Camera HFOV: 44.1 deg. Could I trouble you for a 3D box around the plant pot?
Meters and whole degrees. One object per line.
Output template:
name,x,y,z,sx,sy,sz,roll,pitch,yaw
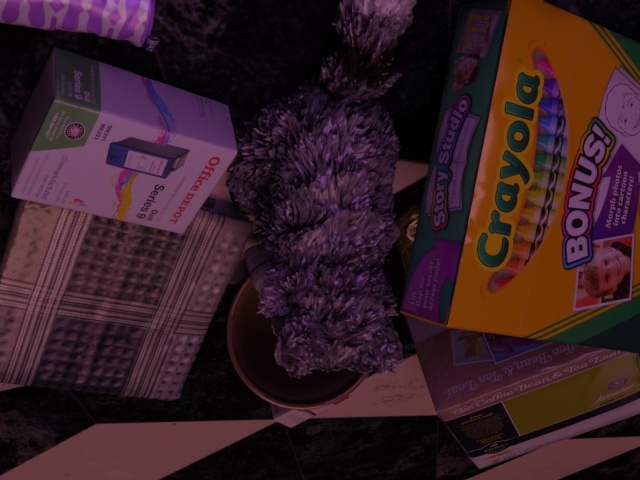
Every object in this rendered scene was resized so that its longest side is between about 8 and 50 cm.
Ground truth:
plant pot,-0.033,0.132,1.214,0.237,0.237,0.110,-3,-179,-15

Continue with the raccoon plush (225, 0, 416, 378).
raccoon plush,0.013,-0.046,0.887,0.216,0.299,0.446,-7,142,-10

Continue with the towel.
towel,-0.277,0.066,1.063,0.312,0.056,0.324,14,112,-32

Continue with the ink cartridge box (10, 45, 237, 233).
ink cartridge box,-0.224,-0.106,0.903,0.212,0.093,0.154,13,134,-34

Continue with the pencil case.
pencil case,-0.254,-0.236,0.740,0.206,0.086,0.088,7,165,-24

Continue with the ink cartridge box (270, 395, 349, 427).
ink cartridge box,-0.026,0.262,1.429,0.135,0.099,0.056,-32,140,20

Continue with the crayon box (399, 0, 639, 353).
crayon box,0.278,-0.065,0.935,0.313,0.362,0.106,10,-179,-30

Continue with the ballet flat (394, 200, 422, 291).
ballet flat,0.158,0.031,1.231,0.084,0.058,0.250,-13,143,-4

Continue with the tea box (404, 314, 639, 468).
tea box,0.362,0.209,1.393,0.329,0.220,0.323,-22,143,9

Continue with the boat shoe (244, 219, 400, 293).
boat shoe,0.000,0.000,1.125,0.226,0.075,0.083,-19,151,-15

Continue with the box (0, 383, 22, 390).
box,-0.454,0.132,1.110,0.322,0.058,0.232,-9,143,-24
